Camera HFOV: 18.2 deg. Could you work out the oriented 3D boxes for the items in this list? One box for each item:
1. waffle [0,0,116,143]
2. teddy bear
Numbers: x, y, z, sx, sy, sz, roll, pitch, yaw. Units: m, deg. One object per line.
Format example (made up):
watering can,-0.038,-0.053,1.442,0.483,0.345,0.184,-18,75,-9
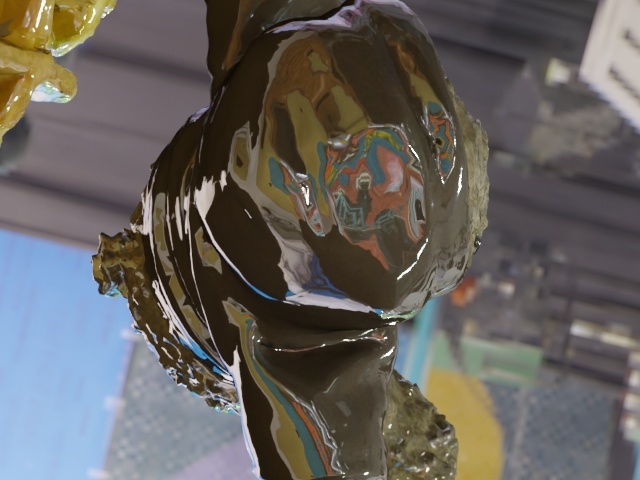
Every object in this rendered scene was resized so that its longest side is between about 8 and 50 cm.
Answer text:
waffle,-0.109,-0.101,0.506,0.191,0.038,0.191,-9,100,-61
teddy bear,-0.009,0.001,0.407,0.160,0.078,0.119,94,-10,-72
